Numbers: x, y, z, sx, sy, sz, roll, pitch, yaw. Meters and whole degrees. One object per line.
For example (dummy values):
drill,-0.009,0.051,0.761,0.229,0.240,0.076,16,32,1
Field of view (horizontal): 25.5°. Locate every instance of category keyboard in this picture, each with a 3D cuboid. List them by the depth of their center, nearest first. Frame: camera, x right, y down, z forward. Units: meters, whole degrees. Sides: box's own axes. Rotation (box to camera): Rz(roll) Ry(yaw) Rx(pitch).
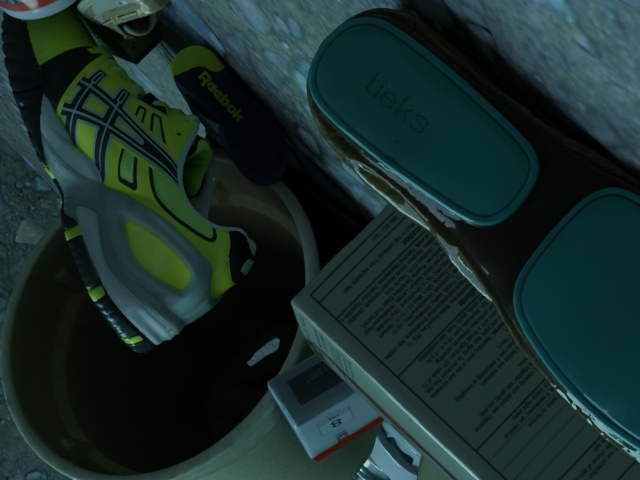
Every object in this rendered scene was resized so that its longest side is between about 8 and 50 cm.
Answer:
keyboard,0.000,0.000,1.425,0.317,0.033,0.201,37,166,43

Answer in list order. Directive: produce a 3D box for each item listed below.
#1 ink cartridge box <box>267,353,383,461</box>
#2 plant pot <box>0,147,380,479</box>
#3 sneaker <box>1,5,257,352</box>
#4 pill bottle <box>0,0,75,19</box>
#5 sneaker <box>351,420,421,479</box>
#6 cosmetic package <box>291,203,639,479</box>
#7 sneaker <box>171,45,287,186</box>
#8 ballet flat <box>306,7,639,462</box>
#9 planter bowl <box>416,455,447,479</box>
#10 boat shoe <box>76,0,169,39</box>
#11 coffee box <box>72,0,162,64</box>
ink cartridge box,0.066,0.132,1.237,0.066,0.189,0.232,56,174,30
plant pot,-0.089,0.124,1.407,0.334,0.334,0.305,38,176,36
sneaker,-0.178,-0.085,1.297,0.384,0.147,0.145,64,180,22
pill bottle,-0.277,-0.293,1.220,0.108,0.108,0.193,36,165,41
sneaker,0.072,0.260,1.595,0.137,0.210,0.366,45,168,7
cosmetic package,0.137,0.107,0.992,0.296,0.153,0.129,44,170,19
sneaker,-0.081,-0.113,1.281,0.144,0.053,0.059,55,170,-5
ballet flat,0.129,0.000,0.803,0.342,0.116,0.124,43,-172,20
planter bowl,0.159,0.193,1.249,0.162,0.162,0.109,31,135,53
boat shoe,-0.170,-0.206,1.245,0.059,0.063,0.170,54,167,-8
coffee box,-0.235,-0.240,1.416,0.113,0.040,0.184,53,168,-28
